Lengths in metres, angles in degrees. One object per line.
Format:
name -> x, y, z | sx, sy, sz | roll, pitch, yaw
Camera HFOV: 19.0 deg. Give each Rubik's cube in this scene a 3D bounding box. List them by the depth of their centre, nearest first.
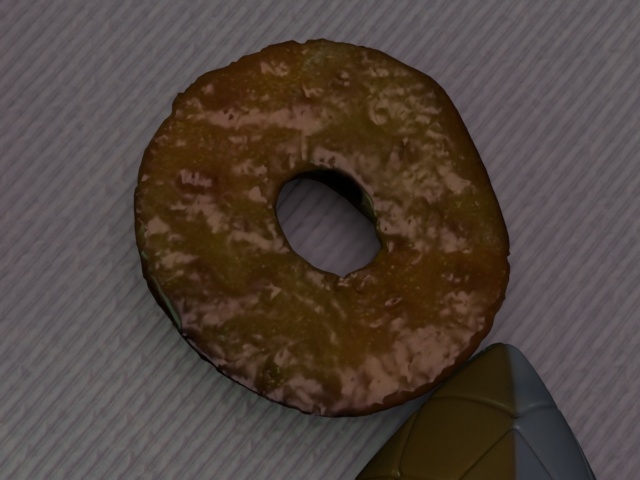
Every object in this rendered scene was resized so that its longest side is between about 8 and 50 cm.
Rubik's cube -> 0.147, 0.199, 1.403 | 0.254, 0.254, 0.254 | 1, 74, -4

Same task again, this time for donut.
donut -> 0.000, 0.000, 1.481 | 0.303, 0.110, 0.302 | 2, 72, -5
